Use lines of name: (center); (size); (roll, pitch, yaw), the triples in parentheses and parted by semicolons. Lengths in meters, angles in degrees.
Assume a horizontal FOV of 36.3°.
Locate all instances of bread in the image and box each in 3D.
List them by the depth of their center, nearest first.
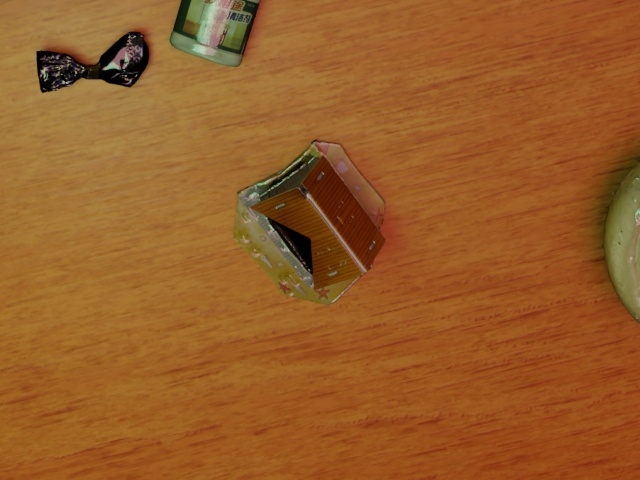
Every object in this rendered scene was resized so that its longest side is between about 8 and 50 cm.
bread: (0.537, -0.007, 1.370); (0.306, 0.159, 0.305); (0, 109, -1)

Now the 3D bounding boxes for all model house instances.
model house: (0.000, 0.000, 1.338); (0.207, 0.136, 0.219); (-34, 107, 4)

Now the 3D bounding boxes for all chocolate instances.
chocolate: (-0.298, -0.228, 1.283); (0.147, 0.070, 0.072); (-7, 135, -2)

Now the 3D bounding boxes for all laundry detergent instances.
laundry detergent: (-0.117, -0.345, 1.259); (0.099, 0.070, 0.225); (19, 103, -2)
